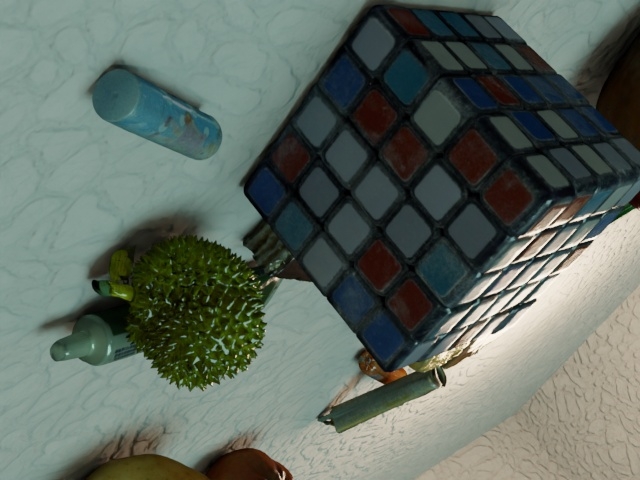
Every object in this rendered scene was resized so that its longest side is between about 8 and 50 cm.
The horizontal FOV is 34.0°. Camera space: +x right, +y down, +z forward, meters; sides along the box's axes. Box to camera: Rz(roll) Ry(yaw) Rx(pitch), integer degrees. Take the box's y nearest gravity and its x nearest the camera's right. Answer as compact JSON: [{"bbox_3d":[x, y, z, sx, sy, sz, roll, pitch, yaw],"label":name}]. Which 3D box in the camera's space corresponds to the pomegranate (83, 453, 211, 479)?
[{"bbox_3d":[-0.264,0.474,1.623,0.307,0.307,0.307,-34,159,-15],"label":"pomegranate"}]

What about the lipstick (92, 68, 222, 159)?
[{"bbox_3d":[-0.143,-0.111,0.949,0.048,0.048,0.158,-43,159,10],"label":"lipstick"}]

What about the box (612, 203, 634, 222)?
[{"bbox_3d":[0.516,-0.096,1.983,0.199,0.135,0.081,-26,156,-30],"label":"box"}]

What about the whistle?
[{"bbox_3d":[0.126,0.339,2.225,0.326,0.057,0.068,-29,139,35],"label":"whistle"}]

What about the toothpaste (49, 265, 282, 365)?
[{"bbox_3d":[-0.176,0.090,1.304,0.392,0.061,0.098,-16,144,-53],"label":"toothpaste"}]

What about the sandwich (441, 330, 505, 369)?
[{"bbox_3d":[0.311,0.175,2.246,0.220,0.108,0.186,-33,159,-8],"label":"sandwich"}]

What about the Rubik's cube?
[{"bbox_3d":[0.144,-0.065,1.192,0.287,0.293,0.292,-12,148,-51],"label":"Rubik's cube"}]

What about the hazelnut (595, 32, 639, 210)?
[{"bbox_3d":[0.632,-0.215,1.655,0.409,0.359,0.359,-41,161,-20],"label":"hazelnut"}]

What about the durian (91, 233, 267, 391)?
[{"bbox_3d":[-0.136,0.071,1.171,0.159,0.146,0.198,-46,126,-35],"label":"durian"}]

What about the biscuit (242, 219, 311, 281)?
[{"bbox_3d":[0.000,0.000,1.395,0.106,0.070,0.252,-46,159,15],"label":"biscuit"}]

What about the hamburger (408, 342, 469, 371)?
[{"bbox_3d":[0.239,0.171,2.083,0.214,0.108,0.213,-43,161,-18],"label":"hamburger"}]

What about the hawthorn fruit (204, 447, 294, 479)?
[{"bbox_3d":[-0.167,0.535,2.043,0.261,0.224,0.224,-31,165,28],"label":"hawthorn fruit"}]

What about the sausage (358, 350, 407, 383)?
[{"bbox_3d":[0.135,0.277,2.232,0.053,0.053,0.348,-40,159,3],"label":"sausage"}]
